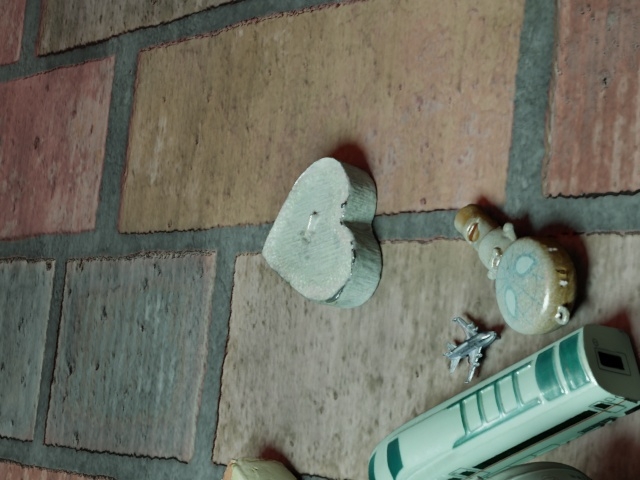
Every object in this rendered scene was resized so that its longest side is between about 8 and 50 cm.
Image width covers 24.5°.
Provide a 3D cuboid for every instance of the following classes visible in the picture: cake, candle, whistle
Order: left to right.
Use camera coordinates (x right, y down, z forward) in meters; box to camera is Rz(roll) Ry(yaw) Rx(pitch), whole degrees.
[{"bbox_3d":[-0.081,0.382,1.878,0.109,0.090,0.225,50,137,42],"label":"cake"},{"bbox_3d":[0.000,0.000,1.858,0.168,0.068,0.192,-20,63,42],"label":"candle"},{"bbox_3d":[0.215,0.028,1.608,0.220,0.057,0.107,49,131,50],"label":"whistle"}]

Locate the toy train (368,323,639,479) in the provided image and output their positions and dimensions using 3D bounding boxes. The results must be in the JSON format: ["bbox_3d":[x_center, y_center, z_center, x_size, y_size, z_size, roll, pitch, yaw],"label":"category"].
[{"bbox_3d":[0.165,0.210,1.591,0.407,0.088,0.086,-36,55,40],"label":"toy train"}]

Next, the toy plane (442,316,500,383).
[{"bbox_3d":[0.170,0.118,1.652,0.083,0.031,0.078,-31,58,42],"label":"toy plane"}]

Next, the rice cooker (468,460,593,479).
[{"bbox_3d":[0.224,0.348,1.370,0.227,0.241,0.280,45,151,51],"label":"rice cooker"}]
